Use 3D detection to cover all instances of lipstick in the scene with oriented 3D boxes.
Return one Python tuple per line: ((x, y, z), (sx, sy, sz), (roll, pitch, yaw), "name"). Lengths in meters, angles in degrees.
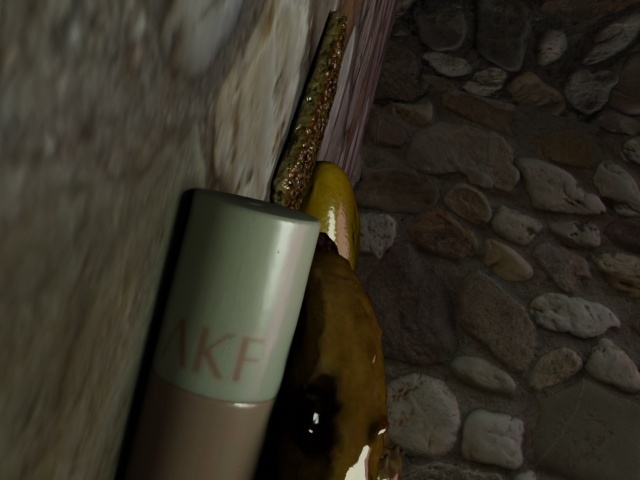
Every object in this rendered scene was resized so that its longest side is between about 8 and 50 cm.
((-0.064, 0.103, 0.393), (0.070, 0.070, 0.254), (-52, 157, -83), "lipstick")

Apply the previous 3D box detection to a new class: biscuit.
((-0.010, -0.118, 0.766), (0.131, 0.025, 0.230), (100, 6, -64), "biscuit")
((-0.026, 0.140, 0.486), (0.296, 0.075, 0.295), (-168, -90, -70), "biscuit")

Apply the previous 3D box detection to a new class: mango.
((0.000, 0.000, 0.867), (0.137, 0.098, 0.195), (-62, 163, -60), "mango")

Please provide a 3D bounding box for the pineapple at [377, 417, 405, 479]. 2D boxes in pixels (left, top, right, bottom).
((-0.020, 0.227, 0.830), (0.357, 0.223, 0.222), (-100, -157, -70), "pineapple")
